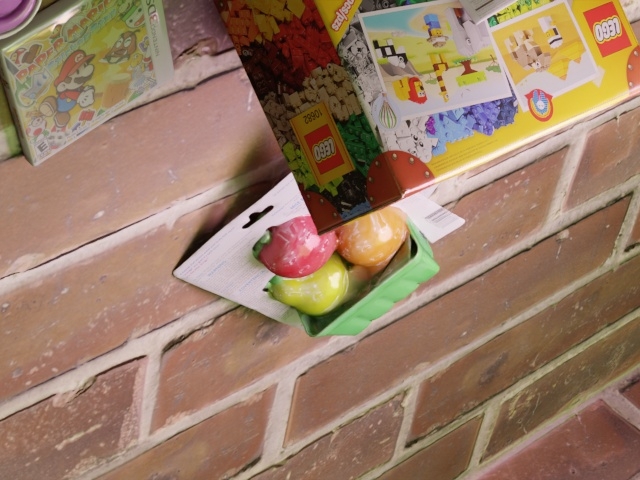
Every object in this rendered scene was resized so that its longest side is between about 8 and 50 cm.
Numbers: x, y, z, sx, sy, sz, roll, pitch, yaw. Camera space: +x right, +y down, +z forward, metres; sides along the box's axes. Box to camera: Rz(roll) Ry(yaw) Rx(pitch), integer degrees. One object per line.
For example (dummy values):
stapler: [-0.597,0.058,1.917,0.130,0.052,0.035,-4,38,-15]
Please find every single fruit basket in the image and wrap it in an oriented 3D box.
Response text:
fruit basket: [0.000,0.000,2.482,0.327,0.165,0.353,-40,135,21]

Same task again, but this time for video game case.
video game case: [-0.282,-0.219,1.988,0.227,0.026,0.206,-35,147,-22]

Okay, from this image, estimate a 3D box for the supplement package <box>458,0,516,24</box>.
supplement package: [0.193,-0.414,1.979,0.139,0.244,0.134,-26,-165,48]

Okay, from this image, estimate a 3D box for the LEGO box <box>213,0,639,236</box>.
LEGO box: [0.148,-0.273,2.116,0.500,0.372,0.193,-25,-179,-38]

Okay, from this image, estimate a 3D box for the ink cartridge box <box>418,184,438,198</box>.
ink cartridge box: [0.184,-0.175,2.601,0.232,0.066,0.189,-46,151,-15]

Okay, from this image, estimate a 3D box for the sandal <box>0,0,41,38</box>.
sandal: [-0.312,-0.379,1.686,0.169,0.102,0.416,-29,144,-32]
